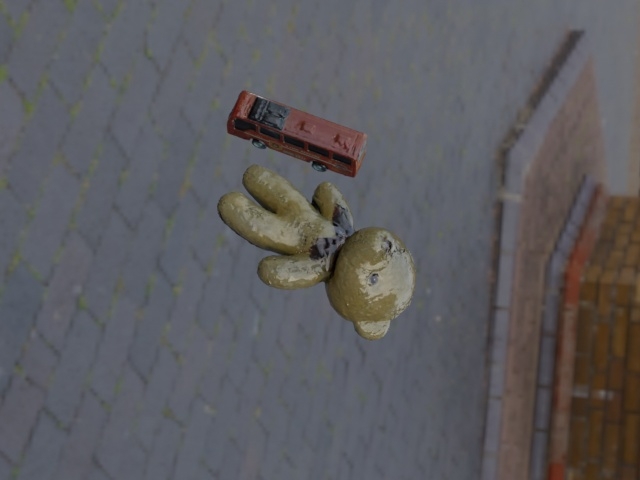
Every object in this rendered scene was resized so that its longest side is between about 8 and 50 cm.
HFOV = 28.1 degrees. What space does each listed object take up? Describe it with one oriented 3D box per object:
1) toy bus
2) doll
[{"bbox_3d":[-0.018,-0.083,0.987,0.043,0.110,0.031,94,16,-71],"label":"toy bus"},{"bbox_3d":[-0.001,0.005,0.587,0.061,0.093,0.051,-54,154,-30],"label":"doll"}]
